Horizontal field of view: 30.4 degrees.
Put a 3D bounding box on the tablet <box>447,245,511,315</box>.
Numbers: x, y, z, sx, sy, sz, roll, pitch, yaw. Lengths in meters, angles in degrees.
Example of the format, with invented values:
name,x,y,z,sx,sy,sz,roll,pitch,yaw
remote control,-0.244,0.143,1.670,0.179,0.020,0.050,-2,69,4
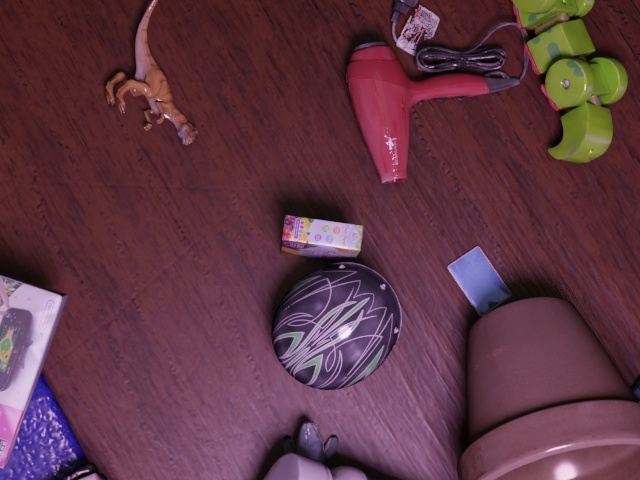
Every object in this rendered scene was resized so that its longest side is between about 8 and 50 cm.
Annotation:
name,x,y,z,sx,sy,sz,roll,pitch,yaw
tablet,0.217,0.056,1.614,0.054,0.006,0.083,-34,85,-6

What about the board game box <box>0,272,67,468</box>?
name,x,y,z,sx,sy,sz,roll,pitch,yaw
board game box,-0.490,0.122,1.430,0.303,0.097,0.224,19,87,-7

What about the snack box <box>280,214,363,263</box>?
name,x,y,z,sx,sy,sz,roll,pitch,yaw
snack box,0.000,0.000,1.543,0.100,0.141,0.037,6,82,-1

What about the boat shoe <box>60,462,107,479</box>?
name,x,y,z,sx,sy,sz,roll,pitch,yaw
boat shoe,-0.282,0.449,1.403,0.158,0.127,0.340,-25,60,-1

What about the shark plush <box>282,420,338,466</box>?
name,x,y,z,sx,sy,sz,roll,pitch,yaw
shark plush,-0.023,0.317,1.541,0.073,0.067,0.161,12,83,-1

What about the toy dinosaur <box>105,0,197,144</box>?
name,x,y,z,sx,sy,sz,roll,pitch,yaw
toy dinosaur,-0.236,-0.222,1.609,0.112,0.064,0.211,-23,94,-23

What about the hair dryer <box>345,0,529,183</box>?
name,x,y,z,sx,sy,sz,roll,pitch,yaw
hair dryer,0.145,-0.210,1.605,0.223,0.080,0.293,29,83,0

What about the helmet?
name,x,y,z,sx,sy,sz,roll,pitch,yaw
helmet,0.019,0.111,1.520,0.169,0.161,0.169,0,83,-3

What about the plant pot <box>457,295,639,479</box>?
name,x,y,z,sx,sy,sz,roll,pitch,yaw
plant pot,0.280,0.204,1.489,0.263,0.263,0.229,-11,59,-4

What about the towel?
name,x,y,z,sx,sy,sz,roll,pitch,yaw
towel,-0.446,0.332,1.524,0.308,0.076,0.228,-27,92,-6

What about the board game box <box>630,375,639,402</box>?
name,x,y,z,sx,sy,sz,roll,pitch,yaw
board game box,0.455,0.313,1.567,0.194,0.060,0.194,37,82,2

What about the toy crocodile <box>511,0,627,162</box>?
name,x,y,z,sx,sy,sz,roll,pitch,yaw
toy crocodile,0.324,-0.274,1.614,0.115,0.105,0.340,-11,81,-46

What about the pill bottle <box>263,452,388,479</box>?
name,x,y,z,sx,sy,sz,roll,pitch,yaw
pill bottle,0.063,0.375,1.455,0.283,0.161,0.161,25,82,-18
